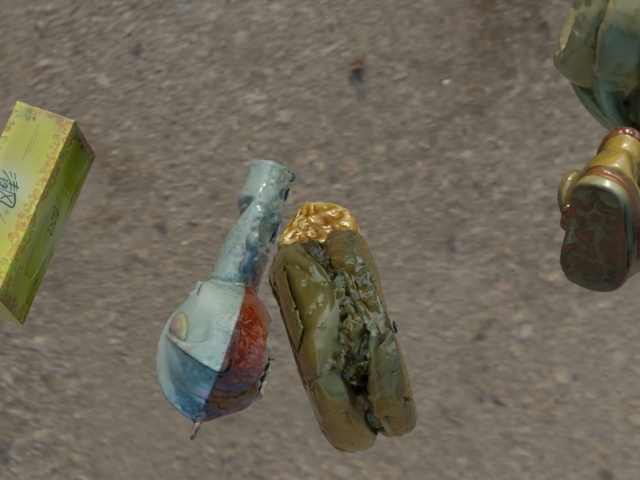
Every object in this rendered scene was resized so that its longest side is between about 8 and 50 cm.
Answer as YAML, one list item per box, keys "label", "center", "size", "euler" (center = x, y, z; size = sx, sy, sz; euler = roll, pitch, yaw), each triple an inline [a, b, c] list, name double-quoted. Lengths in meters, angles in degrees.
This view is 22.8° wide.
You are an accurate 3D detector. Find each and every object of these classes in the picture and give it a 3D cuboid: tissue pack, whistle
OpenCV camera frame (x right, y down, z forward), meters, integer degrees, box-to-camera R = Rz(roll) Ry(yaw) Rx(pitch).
- label: "tissue pack"
  center: [-0.267, -0.024, 1.418]
  size: [0.062, 0.095, 0.176]
  euler: [19, 74, 11]
- label: "whistle"
  center: [-0.099, 0.070, 1.835]
  size: [0.134, 0.142, 0.346]
  euler: [10, 65, 15]

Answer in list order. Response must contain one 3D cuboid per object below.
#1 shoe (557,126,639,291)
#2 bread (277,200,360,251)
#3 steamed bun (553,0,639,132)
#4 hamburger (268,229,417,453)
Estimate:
- label: "shoe"
  center: [0.186, -0.017, 0.989]
  size: [0.069, 0.072, 0.109]
  euler: [-61, 139, -30]
- label: "bread"
  center: [0.000, 0.000, 1.799]
  size: [0.083, 0.044, 0.110]
  euler: [13, 41, 13]
- label: "steamed bun"
  center: [0.364, -0.183, 1.597]
  size: [0.203, 0.289, 0.276]
  euler: [-25, 120, -17]
- label: "hamburger"
  center: [0.024, 0.091, 1.506]
  size: [0.108, 0.214, 0.213]
  euler: [-19, 98, -3]
